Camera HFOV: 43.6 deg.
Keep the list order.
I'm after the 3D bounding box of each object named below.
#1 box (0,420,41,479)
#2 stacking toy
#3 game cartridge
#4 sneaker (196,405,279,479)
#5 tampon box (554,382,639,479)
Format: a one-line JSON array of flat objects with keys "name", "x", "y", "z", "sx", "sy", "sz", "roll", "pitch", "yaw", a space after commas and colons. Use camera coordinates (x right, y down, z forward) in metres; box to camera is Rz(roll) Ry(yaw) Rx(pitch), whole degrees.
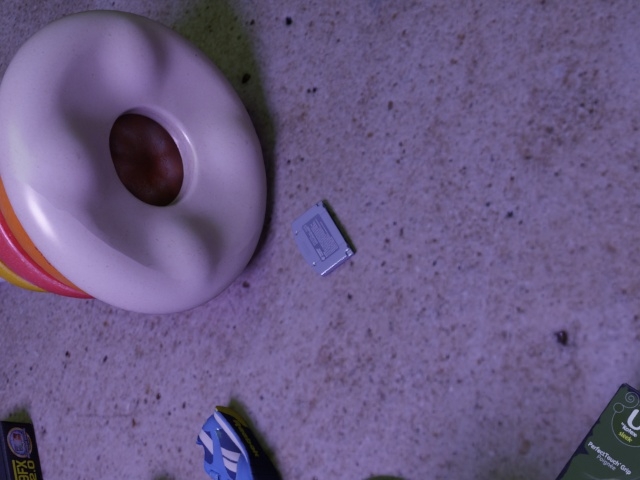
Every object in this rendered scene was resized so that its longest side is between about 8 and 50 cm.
[{"name": "box", "x": -0.483, "y": 0.393, "z": 1.066, "sx": 0.270, "sy": 0.060, "sz": 0.216, "roll": -30, "pitch": 62, "yaw": 17}, {"name": "stacking toy", "x": -0.338, "y": -0.048, "z": 1.023, "sx": 0.479, "sy": 0.350, "sz": 0.351, "roll": -17, "pitch": 66, "yaw": 40}, {"name": "game cartridge", "x": 0.000, "y": 0.000, "z": 0.958, "sx": 0.056, "sy": 0.017, "sz": 0.083, "roll": -35, "pitch": 61, "yaw": 10}, {"name": "sneaker", "x": -0.094, "y": 0.257, "z": 0.907, "sx": 0.059, "sy": 0.053, "sz": 0.144, "roll": -45, "pitch": 51, "yaw": 8}, {"name": "tampon box", "x": 0.274, "y": 0.226, "z": 0.689, "sx": 0.120, "sy": 0.101, "sz": 0.161, "roll": 35, "pitch": 92, "yaw": 31}]
